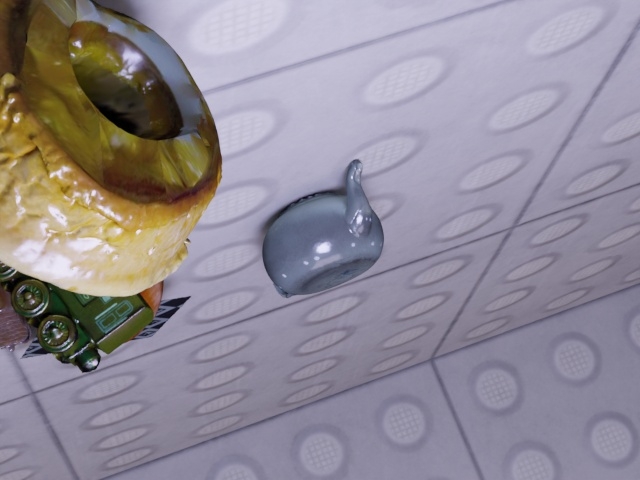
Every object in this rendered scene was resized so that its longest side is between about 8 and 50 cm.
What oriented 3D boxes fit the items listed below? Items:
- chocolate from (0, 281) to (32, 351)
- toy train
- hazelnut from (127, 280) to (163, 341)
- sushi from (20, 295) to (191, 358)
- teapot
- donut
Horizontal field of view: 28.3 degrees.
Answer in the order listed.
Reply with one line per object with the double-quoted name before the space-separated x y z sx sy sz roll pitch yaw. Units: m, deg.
"chocolate" -0.482 0.100 1.730 0.148 0.093 0.214 -20 163 -11
"toy train" -0.326 0.056 1.611 0.137 0.225 0.090 -37 166 -9
"hazelnut" -0.288 0.073 1.821 0.150 0.150 0.150 -20 162 -7
"sushi" -0.350 0.118 2.024 0.231 0.047 0.219 -8 162 -28
"teapot" 0.000 0.000 1.971 0.193 0.129 0.294 -9 160 -37
"donut" -0.213 -0.109 1.134 0.160 0.330 0.330 -43 155 23
